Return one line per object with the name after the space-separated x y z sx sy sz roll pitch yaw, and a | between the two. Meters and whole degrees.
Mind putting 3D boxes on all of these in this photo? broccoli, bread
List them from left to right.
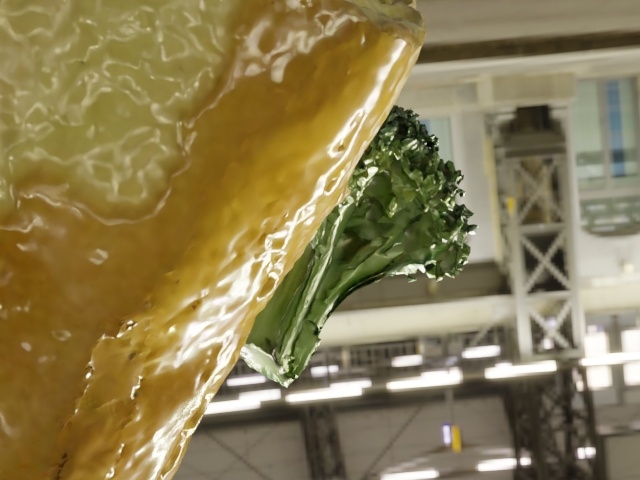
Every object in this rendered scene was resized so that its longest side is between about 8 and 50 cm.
-0.137 0.007 0.492 0.236 0.375 0.165 29 -166 -6 | bread
0.000 0.000 0.750 0.194 0.194 0.220 -5 157 1 | broccoli
